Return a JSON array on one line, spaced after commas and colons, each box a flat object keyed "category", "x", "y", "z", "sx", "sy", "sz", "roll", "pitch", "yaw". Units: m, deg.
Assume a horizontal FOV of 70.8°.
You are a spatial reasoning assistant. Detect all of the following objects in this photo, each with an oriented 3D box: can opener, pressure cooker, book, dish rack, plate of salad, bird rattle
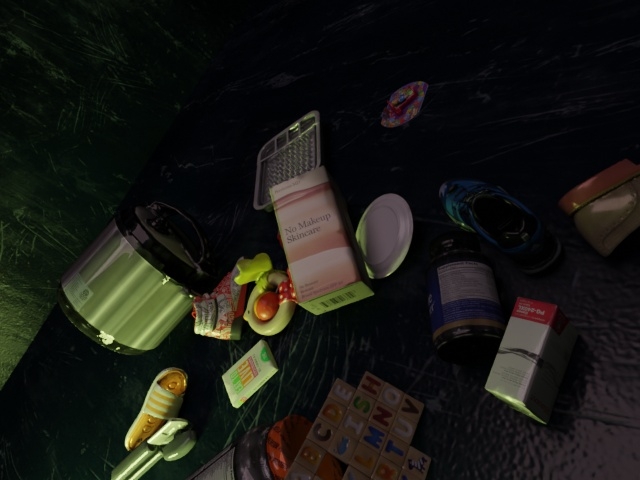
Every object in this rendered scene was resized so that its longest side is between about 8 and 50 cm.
[{"category": "can opener", "x": -0.439, "y": 0.559, "z": 1.177, "sx": 0.280, "sy": 0.074, "sz": 0.093, "roll": -40, "pitch": 39, "yaw": 15}, {"category": "pressure cooker", "x": -0.527, "y": 0.095, "z": 1.397, "sx": 0.420, "sy": 0.370, "sz": 0.375, "roll": -48, "pitch": 16, "yaw": 1}, {"category": "book", "x": -0.174, "y": 0.333, "z": 1.126, "sx": 0.144, "sy": 0.035, "sz": 0.096, "roll": -45, "pitch": 41, "yaw": 7}, {"category": "dish rack", "x": -0.093, "y": -0.252, "z": 1.489, "sx": 0.285, "sy": 0.072, "sz": 0.333, "roll": -28, "pitch": 43, "yaw": 27}, {"category": "plate of salad", "x": 0.148, "y": -0.009, "z": 1.040, "sx": 0.200, "sy": 0.048, "sz": 0.200, "roll": -27, "pitch": 56, "yaw": 50}, {"category": "bird rattle", "x": -0.109, "y": 0.147, "z": 1.173, "sx": 0.253, "sy": 0.143, "sz": 0.207, "roll": 19, "pitch": 86, "yaw": 38}]

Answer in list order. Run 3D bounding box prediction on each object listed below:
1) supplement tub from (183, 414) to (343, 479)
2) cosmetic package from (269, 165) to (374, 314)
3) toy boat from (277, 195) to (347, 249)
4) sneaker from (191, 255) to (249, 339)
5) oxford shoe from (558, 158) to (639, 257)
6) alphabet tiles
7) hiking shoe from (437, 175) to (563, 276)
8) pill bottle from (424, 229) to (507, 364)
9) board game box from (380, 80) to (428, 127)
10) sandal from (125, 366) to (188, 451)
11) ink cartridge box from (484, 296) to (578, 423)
[{"category": "supplement tub", "x": -0.135, "y": 0.478, "z": 0.813, "sx": 0.338, "sy": 0.207, "sz": 0.207, "roll": -40, "pitch": 38, "yaw": 14}, {"category": "cosmetic package", "x": 0.000, "y": 0.000, "z": 1.032, "sx": 0.153, "sy": 0.129, "sz": 0.296, "roll": -23, "pitch": 64, "yaw": 10}, {"category": "toy boat", "x": -0.043, "y": -0.070, "z": 1.217, "sx": 0.231, "sy": 0.151, "sz": 0.151, "roll": -23, "pitch": 46, "yaw": 33}, {"category": "sneaker", "x": -0.282, "y": 0.149, "z": 1.282, "sx": 0.090, "sy": 0.144, "sz": 0.270, "roll": 107, "pitch": 167, "yaw": -52}, {"category": "oxford shoe", "x": 0.555, "y": -0.092, "z": 0.669, "sx": 0.348, "sy": 0.123, "sz": 0.130, "roll": -31, "pitch": 67, "yaw": 23}, {"category": "alphabet tiles", "x": 0.080, "y": 0.341, "z": 0.738, "sx": 0.237, "sy": 0.198, "sz": 0.009, "roll": -55, "pitch": -13, "yaw": -37}, {"category": "hiking shoe", "x": 0.317, "y": -0.064, "z": 0.849, "sx": 0.113, "sy": 0.132, "sz": 0.304, "roll": -47, "pitch": 37, "yaw": 6}, {"category": "pill bottle", "x": 0.251, "y": 0.094, "z": 0.796, "sx": 0.122, "sy": 0.123, "sz": 0.219, "roll": -25, "pitch": 44, "yaw": 31}, {"category": "board game box", "x": 0.235, "y": -0.405, "z": 1.303, "sx": 0.133, "sy": 0.033, "sz": 0.169, "roll": -1, "pitch": 60, "yaw": 46}, {"category": "sandal", "x": -0.438, "y": 0.478, "z": 1.233, "sx": 0.076, "sy": 0.102, "sz": 0.265, "roll": 29, "pitch": 91, "yaw": 52}, {"category": "ink cartridge box", "x": 0.315, "y": 0.178, "z": 0.669, "sx": 0.063, "sy": 0.109, "sz": 0.150, "roll": 11, "pitch": 68, "yaw": 49}]
